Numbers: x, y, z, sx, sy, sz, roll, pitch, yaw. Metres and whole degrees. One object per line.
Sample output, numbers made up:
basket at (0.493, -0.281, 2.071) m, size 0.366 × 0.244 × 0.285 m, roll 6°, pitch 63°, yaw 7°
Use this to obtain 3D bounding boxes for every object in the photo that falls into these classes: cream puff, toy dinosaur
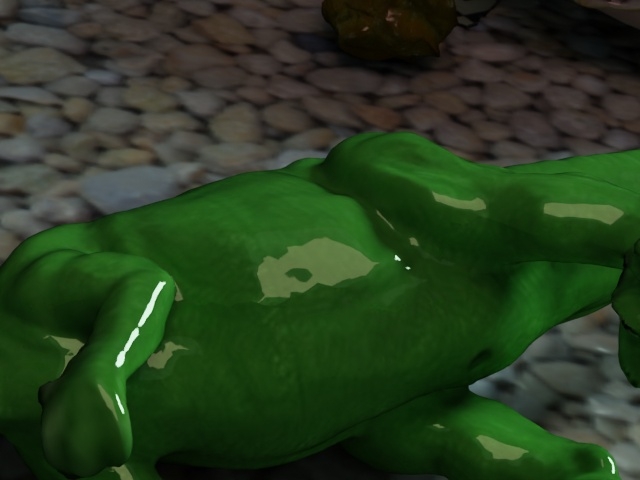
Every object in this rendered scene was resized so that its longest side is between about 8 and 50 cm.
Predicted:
cream puff at (0.038, -0.131, 1.030) m, size 0.083 × 0.083 × 0.058 m, roll 23°, pitch -9°, yaw 39°
toy dinosaur at (0.000, 0.000, 0.779) m, size 0.374 × 0.144 × 0.500 m, roll 11°, pitch 26°, yaw 23°

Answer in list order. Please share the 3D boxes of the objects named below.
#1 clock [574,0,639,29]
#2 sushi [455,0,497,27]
clock at (0.273, -0.283, 1.137) m, size 0.368 × 0.250 × 0.376 m, roll 23°, pitch 30°, yaw 6°
sushi at (0.018, -0.254, 1.216) m, size 0.294 × 0.059 × 0.292 m, roll 22°, pitch 33°, yaw 16°
